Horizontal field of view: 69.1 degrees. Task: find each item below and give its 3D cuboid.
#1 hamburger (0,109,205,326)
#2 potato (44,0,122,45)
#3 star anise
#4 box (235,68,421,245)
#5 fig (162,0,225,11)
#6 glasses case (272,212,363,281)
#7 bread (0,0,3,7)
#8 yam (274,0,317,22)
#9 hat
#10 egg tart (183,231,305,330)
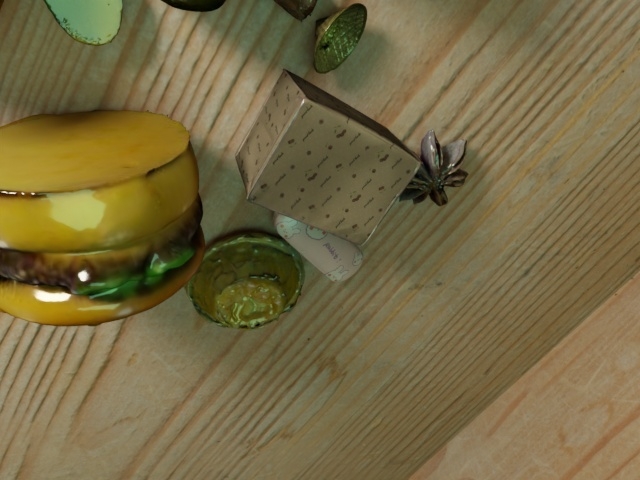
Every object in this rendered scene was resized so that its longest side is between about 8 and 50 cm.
[{"bbox_3d":[-0.377,-0.040,0.793,0.395,0.396,0.277,-7,125,-16],"label":"hamburger"},{"bbox_3d":[-0.379,-0.411,0.723,0.119,0.054,0.198,-24,125,-2],"label":"potato"},{"bbox_3d":[0.259,-0.166,1.121,0.236,0.093,0.229,-8,133,-10],"label":"star anise"},{"bbox_3d":[0.008,-0.166,0.959,0.297,0.190,0.225,20,115,-33],"label":"box"},{"bbox_3d":[-0.224,-0.445,0.667,0.245,0.195,0.195,2,124,-26],"label":"fig"},{"bbox_3d":[0.000,0.000,1.147,0.113,0.075,0.297,-44,129,4],"label":"glasses case"},{"bbox_3d":[-0.577,-0.398,0.526,0.370,0.191,0.314,18,99,-27],"label":"bread"},{"bbox_3d":[-0.068,-0.451,0.795,0.141,0.079,0.079,27,112,-33],"label":"yam"},{"bbox_3d":[0.016,-0.397,0.878,0.146,0.067,0.146,-44,168,-12],"label":"hat"},{"bbox_3d":[-0.173,0.125,1.149,0.315,0.120,0.315,-10,128,-13],"label":"egg tart"}]
